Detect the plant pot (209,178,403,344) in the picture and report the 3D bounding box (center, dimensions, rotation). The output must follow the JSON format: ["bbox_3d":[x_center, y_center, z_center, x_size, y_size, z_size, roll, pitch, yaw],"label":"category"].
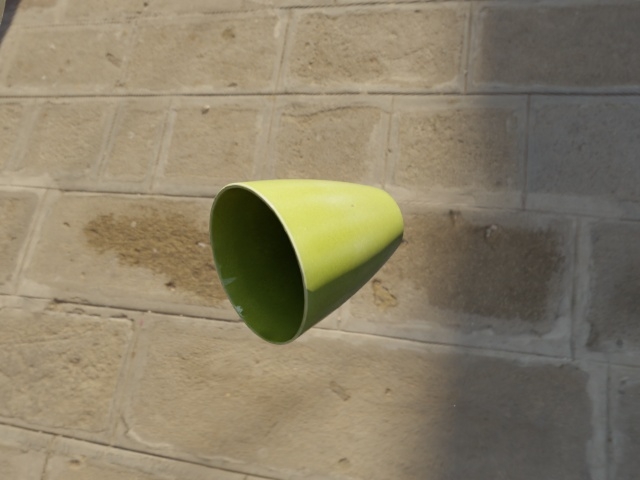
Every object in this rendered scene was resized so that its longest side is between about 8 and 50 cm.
[{"bbox_3d":[0.000,0.000,0.936,0.294,0.274,0.274,-21,62,-36],"label":"plant pot"}]

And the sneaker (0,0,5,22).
[{"bbox_3d":[-0.493,-0.255,0.692,0.094,0.080,0.212,23,112,-19],"label":"sneaker"}]
